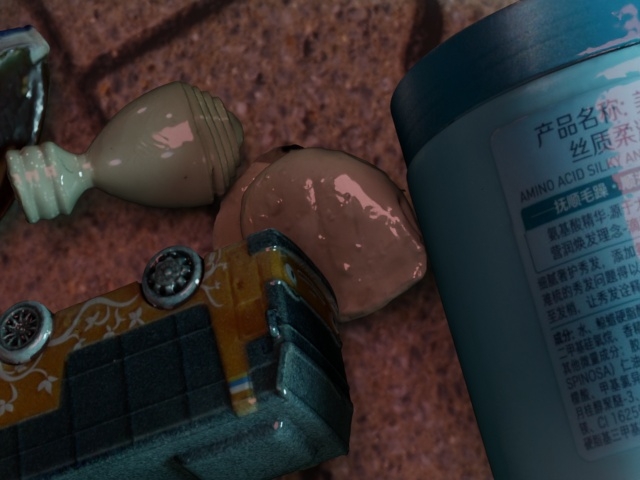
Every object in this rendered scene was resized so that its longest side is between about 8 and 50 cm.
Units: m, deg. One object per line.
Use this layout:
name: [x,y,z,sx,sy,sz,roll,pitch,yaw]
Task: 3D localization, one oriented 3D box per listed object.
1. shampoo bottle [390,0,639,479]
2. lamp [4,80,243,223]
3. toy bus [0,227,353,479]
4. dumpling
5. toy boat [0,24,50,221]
shampoo bottle: [0.250,0.019,1.203,0.331,0.331,0.342,-15,75,1]
lamp: [-0.156,-0.065,1.374,0.193,0.106,0.106,-15,74,-6]
toy bus: [-0.120,0.114,1.269,0.275,0.138,0.167,-21,55,14]
dumpling: [-0.001,-0.001,1.356,0.176,0.092,0.150,32,99,6]
toy boat: [-0.313,-0.068,1.403,0.115,0.114,0.262,10,70,43]
